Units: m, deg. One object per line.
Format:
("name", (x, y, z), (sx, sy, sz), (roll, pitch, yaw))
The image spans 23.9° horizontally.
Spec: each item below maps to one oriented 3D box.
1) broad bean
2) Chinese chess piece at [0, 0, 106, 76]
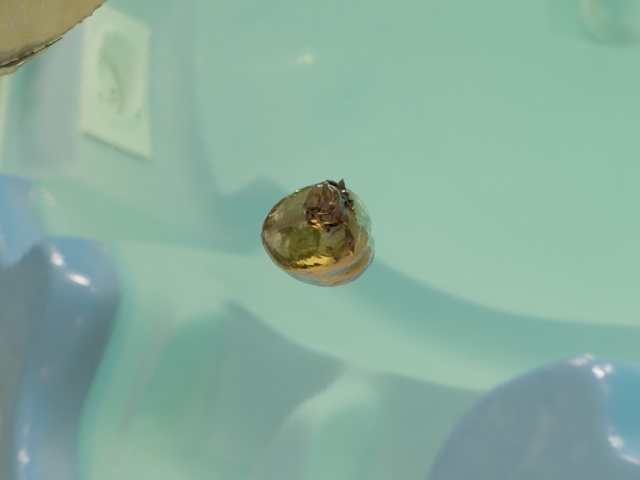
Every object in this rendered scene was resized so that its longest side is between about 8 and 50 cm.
("broad bean", (0.000, 0.000, 1.075), (0.339, 0.077, 0.061), (65, -162, -84))
("Chinese chess piece", (-0.168, -0.238, 0.660), (0.146, 0.349, 0.349), (31, 95, 24))
